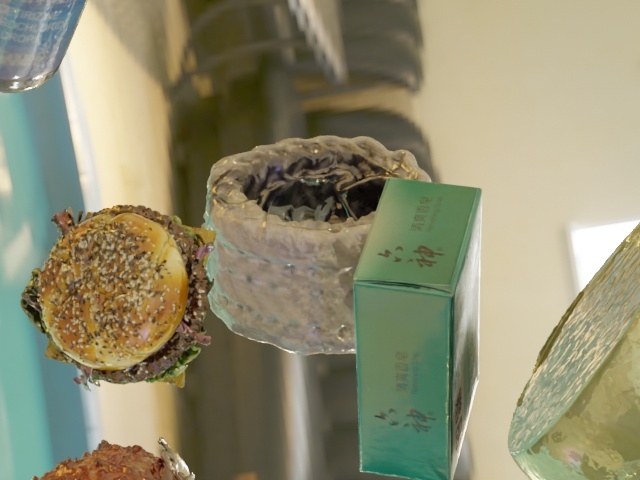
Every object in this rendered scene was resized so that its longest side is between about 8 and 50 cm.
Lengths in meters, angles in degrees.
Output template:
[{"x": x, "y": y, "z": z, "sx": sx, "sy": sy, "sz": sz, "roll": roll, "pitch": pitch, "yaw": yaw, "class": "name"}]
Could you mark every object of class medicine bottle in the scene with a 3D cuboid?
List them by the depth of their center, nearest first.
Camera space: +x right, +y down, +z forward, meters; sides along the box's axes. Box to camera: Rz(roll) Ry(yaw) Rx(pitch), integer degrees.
[{"x": -0.150, "y": -0.173, "z": 0.941, "sx": 0.083, "sy": 0.083, "sz": 0.203, "roll": -91, "pitch": -158, "yaw": -43, "class": "medicine bottle"}]

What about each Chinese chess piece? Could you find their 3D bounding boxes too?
[{"x": 0.336, "y": 0.120, "z": 1.810, "sx": 0.349, "sy": 0.146, "sz": 0.349, "roll": -56, "pitch": -177, "yaw": 4, "class": "Chinese chess piece"}]

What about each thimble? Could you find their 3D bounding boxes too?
[{"x": 0.000, "y": 0.000, "z": 1.827, "sx": 0.217, "sy": 0.246, "sz": 0.157, "roll": -96, "pitch": -175, "yaw": -57, "class": "thimble"}]

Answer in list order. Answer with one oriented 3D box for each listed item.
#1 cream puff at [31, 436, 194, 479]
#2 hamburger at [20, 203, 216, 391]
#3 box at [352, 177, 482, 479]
[{"x": -0.265, "y": 0.395, "z": 2.023, "sx": 0.350, "sy": 0.229, "sz": 0.350, "roll": 3, "pitch": 90, "yaw": -86, "class": "cream puff"}, {"x": -0.179, "y": 0.045, "z": 1.523, "sx": 0.093, "sy": 0.190, "sz": 0.164, "roll": 23, "pitch": 66, "yaw": -63, "class": "hamburger"}, {"x": 0.090, "y": 0.084, "z": 1.613, "sx": 0.153, "sy": 0.092, "sz": 0.244, "roll": -68, "pitch": 160, "yaw": -48, "class": "box"}]
